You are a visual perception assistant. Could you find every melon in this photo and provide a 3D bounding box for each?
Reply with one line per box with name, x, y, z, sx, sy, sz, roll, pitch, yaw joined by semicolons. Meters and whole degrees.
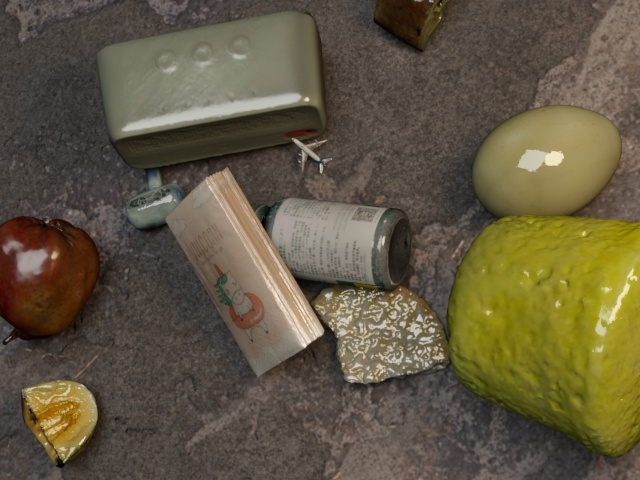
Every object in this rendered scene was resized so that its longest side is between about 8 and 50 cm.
melon;-0.456;0.324;1.870;0.128;0.079;0.160;-30;67;-14

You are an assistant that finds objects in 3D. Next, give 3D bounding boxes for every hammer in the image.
hammer;-0.317;-0.115;1.967;0.116;0.069;0.194;-20;62;10

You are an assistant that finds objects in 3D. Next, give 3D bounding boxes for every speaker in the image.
speaker;-0.190;-0.266;1.889;0.406;0.183;0.184;-10;69;5

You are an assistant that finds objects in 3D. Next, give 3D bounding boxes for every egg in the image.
egg;0.371;-0.125;1.708;0.253;0.188;0.189;-23;69;-3

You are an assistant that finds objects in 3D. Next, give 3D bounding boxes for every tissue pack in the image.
tissue pack;-0.133;0.057;1.766;0.170;0.071;0.325;-36;84;49

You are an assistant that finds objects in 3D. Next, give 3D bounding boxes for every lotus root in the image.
lotus root;0.189;-0.475;1.901;0.119;0.138;0.235;25;76;11

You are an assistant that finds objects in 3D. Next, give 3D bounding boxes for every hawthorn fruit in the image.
hawthorn fruit;-0.520;0.078;1.897;0.208;0.208;0.248;25;101;20

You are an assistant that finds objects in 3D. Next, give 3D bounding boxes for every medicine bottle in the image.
medicine bottle;0.000;0.000;1.791;0.293;0.141;0.141;8;76;24

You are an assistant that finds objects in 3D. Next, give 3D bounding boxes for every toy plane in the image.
toy plane;-0.019;-0.159;1.900;0.084;0.024;0.078;37;87;-6

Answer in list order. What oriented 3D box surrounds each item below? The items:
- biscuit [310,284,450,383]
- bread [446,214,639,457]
biscuit;0.097;0.161;1.778;0.265;0.040;0.188;27;82;22
bread;0.372;0.127;1.555;0.307;0.348;0.348;10;76;34
